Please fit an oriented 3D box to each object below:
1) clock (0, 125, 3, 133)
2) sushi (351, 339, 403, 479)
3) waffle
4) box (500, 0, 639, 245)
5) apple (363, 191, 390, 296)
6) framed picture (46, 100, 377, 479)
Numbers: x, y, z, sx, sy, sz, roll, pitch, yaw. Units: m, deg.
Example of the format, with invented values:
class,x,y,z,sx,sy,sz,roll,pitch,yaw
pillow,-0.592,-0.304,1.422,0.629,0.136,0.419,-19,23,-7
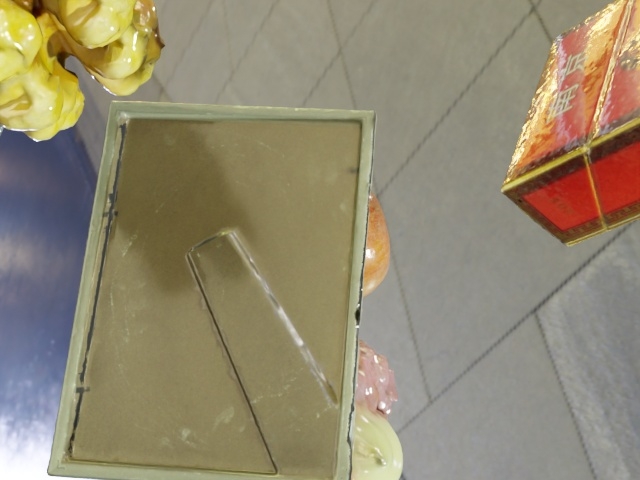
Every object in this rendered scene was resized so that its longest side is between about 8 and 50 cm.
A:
class,x,y,z,sx,sy,sz,roll,pitch,yaw
clock,-0.465,-0.168,0.999,0.067,0.325,0.325,24,100,18
sushi,-0.023,0.218,0.916,0.237,0.171,0.270,-19,56,40
waffle,-0.237,-0.235,0.648,0.151,0.324,0.261,-34,2,-10
box,0.223,-0.104,0.523,0.240,0.074,0.153,-30,32,52
apple,0.000,0.000,1.619,0.253,0.254,0.253,-38,44,48
framed picture,-0.084,0.038,0.781,0.022,0.247,0.335,76,-162,-71
